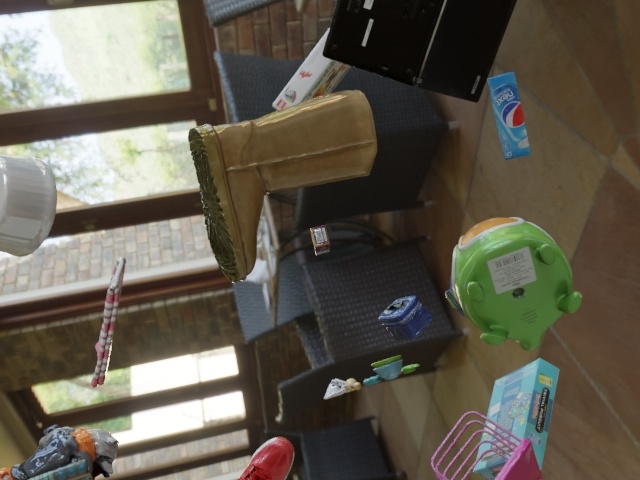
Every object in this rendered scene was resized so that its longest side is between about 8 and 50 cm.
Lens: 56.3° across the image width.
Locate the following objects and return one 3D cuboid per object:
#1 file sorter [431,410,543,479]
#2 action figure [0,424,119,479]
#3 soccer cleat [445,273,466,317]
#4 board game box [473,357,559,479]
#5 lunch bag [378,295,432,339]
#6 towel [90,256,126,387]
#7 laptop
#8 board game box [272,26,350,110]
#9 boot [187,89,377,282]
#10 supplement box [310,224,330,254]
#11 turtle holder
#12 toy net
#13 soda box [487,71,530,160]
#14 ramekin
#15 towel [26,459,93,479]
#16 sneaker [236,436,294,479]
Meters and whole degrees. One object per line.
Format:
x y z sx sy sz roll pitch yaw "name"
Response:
0.429 0.604 1.550 0.182 0.202 0.290 28 158 41 "file sorter"
-0.528 0.500 1.161 0.341 0.330 0.178 36 142 27 "action figure"
0.399 0.077 1.532 0.121 0.289 0.093 41 135 -3 "soccer cleat"
0.614 0.566 1.878 0.336 0.079 0.253 -63 3 -34 "board game box"
0.160 0.145 1.146 0.065 0.067 0.098 49 155 -6 "lunch bag"
-0.377 0.140 1.062 0.144 0.029 0.197 -130 52 -67 "towel"
0.172 -0.379 0.993 0.136 0.265 0.234 -37 -33 -67 "laptop"
0.017 -0.405 1.390 0.053 0.305 0.193 39 -172 5 "board game box"
-0.035 -0.083 0.872 0.089 0.270 0.236 18 121 58 "boot"
0.000 0.000 1.622 0.083 0.043 0.054 85 171 -73 "supplement box"
0.425 0.087 1.307 0.243 0.320 0.227 -49 21 19 "turtle holder"
0.103 0.308 1.359 0.232 0.122 0.045 -27 76 33 "toy net"
0.479 -0.315 1.515 0.071 0.067 0.210 -39 -65 -66 "soda box"
-0.845 -0.099 1.596 0.135 0.277 0.277 12 -120 -56 "ramekin"
-0.546 0.493 0.966 0.040 0.370 0.271 57 151 36 "towel"
-0.135 0.487 1.157 0.087 0.221 0.128 36 180 7 "sneaker"
